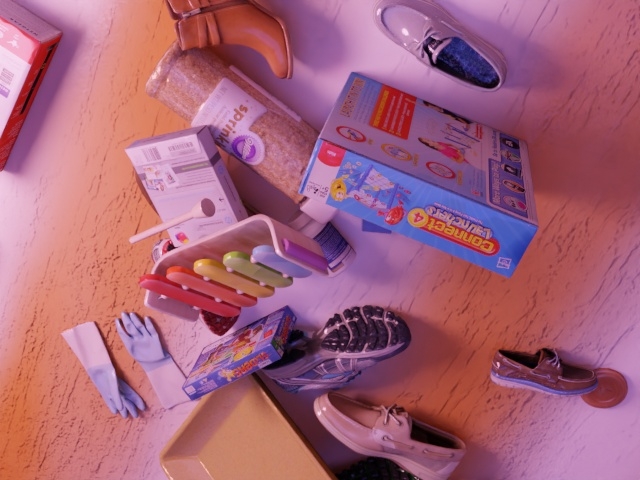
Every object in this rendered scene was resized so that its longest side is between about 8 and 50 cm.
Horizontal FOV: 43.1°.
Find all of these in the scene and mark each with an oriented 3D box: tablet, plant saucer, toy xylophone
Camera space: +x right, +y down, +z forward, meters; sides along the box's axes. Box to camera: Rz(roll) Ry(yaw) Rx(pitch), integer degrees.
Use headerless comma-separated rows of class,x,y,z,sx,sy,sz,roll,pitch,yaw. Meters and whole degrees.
tablet,0.097,-0.051,1.367,0.054,0.006,0.083,6,116,8
plant saucer,0.503,0.265,1.442,0.083,0.013,0.084,4,117,8
toy xylophone,-0.159,0.036,1.267,0.236,0.081,0.322,21,147,-38
plant saucer,-0.124,0.442,1.546,0.333,0.081,0.333,49,119,22

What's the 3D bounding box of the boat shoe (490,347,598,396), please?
boat shoe,0.391,0.226,1.414,0.183,0.066,0.066,3,115,9

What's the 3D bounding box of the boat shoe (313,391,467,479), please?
boat shoe,0.131,0.347,1.503,0.302,0.109,0.098,29,112,-11

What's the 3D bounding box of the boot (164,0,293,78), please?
boot,-0.135,-0.310,1.210,0.152,0.073,0.197,-27,98,-16

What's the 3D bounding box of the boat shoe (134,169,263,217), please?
boat shoe,-0.187,-0.053,1.382,0.285,0.089,0.104,40,131,-6

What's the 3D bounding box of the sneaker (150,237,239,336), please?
sneaker,-0.221,0.078,1.455,0.092,0.088,0.225,10,137,50

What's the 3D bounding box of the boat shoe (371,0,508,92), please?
boat shoe,0.177,-0.291,1.192,0.227,0.081,0.079,29,117,-5

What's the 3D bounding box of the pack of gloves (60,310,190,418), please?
pack of gloves,-0.377,0.254,1.581,0.195,0.046,0.232,-19,111,19

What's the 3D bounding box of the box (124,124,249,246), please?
box,-0.207,-0.082,1.286,0.145,0.038,0.186,-8,119,29

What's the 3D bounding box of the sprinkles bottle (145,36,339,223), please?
sprinkles bottle,-0.100,-0.174,1.279,0.355,0.121,0.121,36,116,-8

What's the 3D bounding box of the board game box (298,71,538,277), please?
board game box,0.147,-0.108,1.161,0.301,0.308,0.086,22,119,0

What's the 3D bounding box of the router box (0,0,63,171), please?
router box,-0.637,-0.301,1.336,0.335,0.082,0.301,32,117,-6

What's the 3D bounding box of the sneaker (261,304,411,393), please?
sneaker,0.036,0.206,1.466,0.282,0.110,0.122,-15,130,19

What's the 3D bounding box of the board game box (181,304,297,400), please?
board game box,-0.145,0.202,1.462,0.201,0.136,0.035,-28,107,22

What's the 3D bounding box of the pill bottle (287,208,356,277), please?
pill bottle,0.000,0.000,1.375,0.067,0.067,0.120,-35,106,23

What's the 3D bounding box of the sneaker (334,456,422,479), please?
sneaker,0.077,0.523,1.597,0.343,0.134,0.146,-14,119,26
